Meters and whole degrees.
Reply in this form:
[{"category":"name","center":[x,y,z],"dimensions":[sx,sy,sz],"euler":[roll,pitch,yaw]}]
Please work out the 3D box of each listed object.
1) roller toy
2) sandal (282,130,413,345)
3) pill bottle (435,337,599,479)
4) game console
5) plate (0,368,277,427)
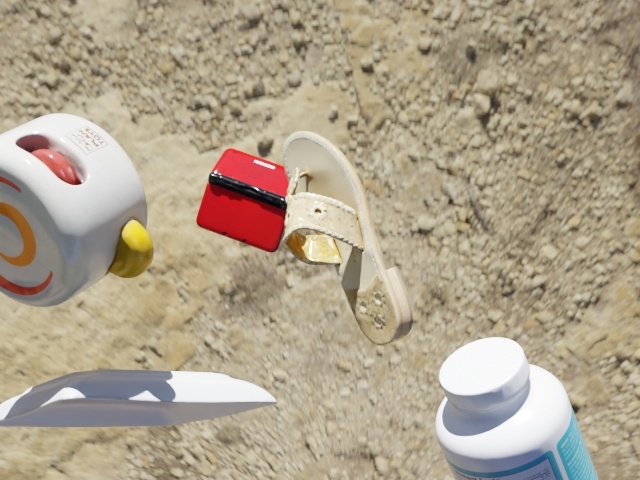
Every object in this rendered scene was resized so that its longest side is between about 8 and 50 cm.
[{"category":"roller toy","center":[-0.293,-0.037,1.260],"dimensions":[0.209,0.146,0.191],"euler":[-3,112,36]},{"category":"sandal","center":[0.004,-0.003,1.114],"dimensions":[0.079,0.088,0.240],"euler":[-14,71,-43]},{"category":"pill bottle","center":[0.214,0.234,1.230],"dimensions":[0.146,0.146,0.264],"euler":[-27,116,-6]},{"category":"game console","center":[-0.113,-0.067,1.864],"dimensions":[0.144,0.085,0.124],"euler":[20,43,5]},{"category":"plate","center":[-0.240,0.196,1.408],"dimensions":[0.277,0.278,0.045],"euler":[6,73,-35]}]
